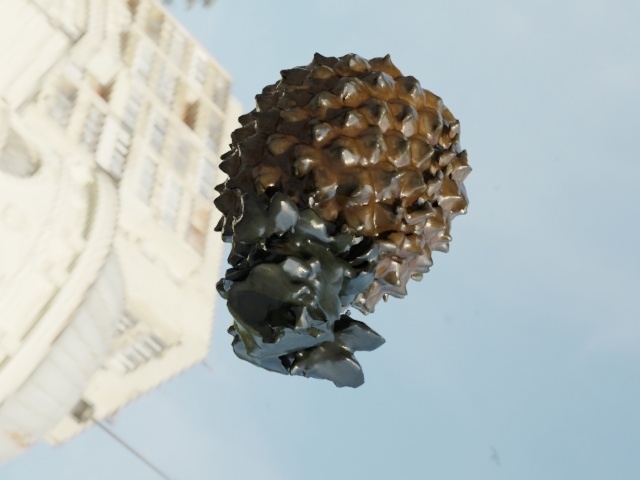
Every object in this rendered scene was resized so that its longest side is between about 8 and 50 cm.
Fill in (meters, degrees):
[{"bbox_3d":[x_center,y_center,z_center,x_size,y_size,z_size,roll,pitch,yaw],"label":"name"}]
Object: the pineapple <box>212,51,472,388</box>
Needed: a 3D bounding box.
[{"bbox_3d":[-0.001,0.001,1.105,0.223,0.223,0.357,-28,-158,31],"label":"pineapple"}]
